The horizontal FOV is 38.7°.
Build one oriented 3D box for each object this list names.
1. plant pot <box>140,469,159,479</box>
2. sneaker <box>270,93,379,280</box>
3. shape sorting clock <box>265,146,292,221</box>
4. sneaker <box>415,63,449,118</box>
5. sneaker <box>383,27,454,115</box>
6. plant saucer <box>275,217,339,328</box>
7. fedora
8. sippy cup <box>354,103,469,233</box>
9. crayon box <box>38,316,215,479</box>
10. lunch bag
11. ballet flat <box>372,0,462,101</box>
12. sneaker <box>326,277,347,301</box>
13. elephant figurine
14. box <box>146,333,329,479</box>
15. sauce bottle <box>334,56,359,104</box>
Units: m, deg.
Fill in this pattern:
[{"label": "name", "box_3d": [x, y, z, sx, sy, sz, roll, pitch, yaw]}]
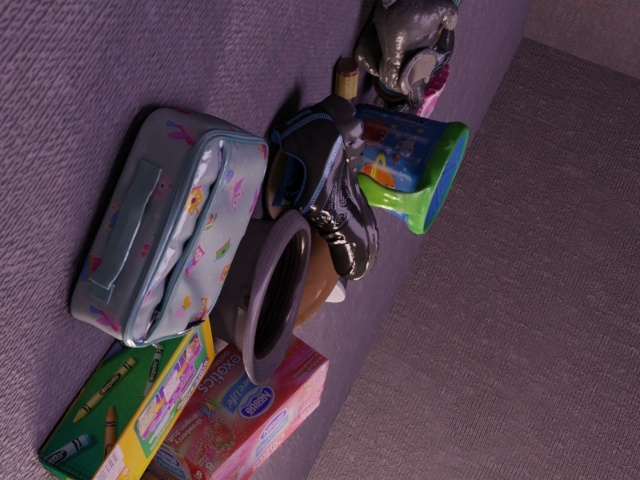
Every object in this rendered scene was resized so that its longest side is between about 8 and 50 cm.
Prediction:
[{"label": "plant pot", "box_3d": [-0.262, 0.544, 1.503, 0.254, 0.237, 0.237, -53, 170, 13]}, {"label": "sneaker", "box_3d": [0.004, -0.069, 1.498, 0.139, 0.125, 0.341, -25, 124, -19]}, {"label": "shape sorting clock", "box_3d": [-0.034, -0.127, 1.557, 0.206, 0.040, 0.206, -49, 151, -39]}, {"label": "sneaker", "box_3d": [0.215, -0.319, 2.125, 0.252, 0.103, 0.111, -57, 170, -11]}, {"label": "sneaker", "box_3d": [0.214, -0.383, 1.979, 0.267, 0.101, 0.106, -67, 165, 3]}, {"label": "plant saucer", "box_3d": [-0.048, 0.066, 1.634, 0.278, 0.041, 0.278, -33, 143, -29]}, {"label": "fedora", "box_3d": [-0.111, 0.074, 1.415, 0.244, 0.124, 0.275, -45, 149, -62]}, {"label": "sippy cup", "box_3d": [0.153, -0.162, 1.840, 0.240, 0.224, 0.305, -65, 167, -3]}, {"label": "crayon box", "box_3d": [-0.246, 0.213, 1.214, 0.278, 0.081, 0.165, -59, 166, -29]}, {"label": "lunch bag", "box_3d": [-0.170, -0.010, 1.060, 0.279, 0.108, 0.224, -68, 167, 8]}, {"label": "ballet flat", "box_3d": [0.198, -0.436, 1.835, 0.124, 0.116, 0.342, -135, -112, -82]}, {"label": "sneaker", "box_3d": [0.000, 0.000, 1.834, 0.296, 0.104, 0.147, 65, 30, -59]}, {"label": "elephant figurine", "box_3d": [0.151, -0.337, 1.658, 0.169, 0.186, 0.239, -109, -149, -59]}, {"label": "box", "box_3d": [-0.137, 0.284, 1.506, 0.300, 0.154, 0.142, -40, 154, -37]}, {"label": "sauce bottle", "box_3d": [0.045, -0.270, 1.627, 0.042, 0.042, 0.128, -59, 168, -29]}]
